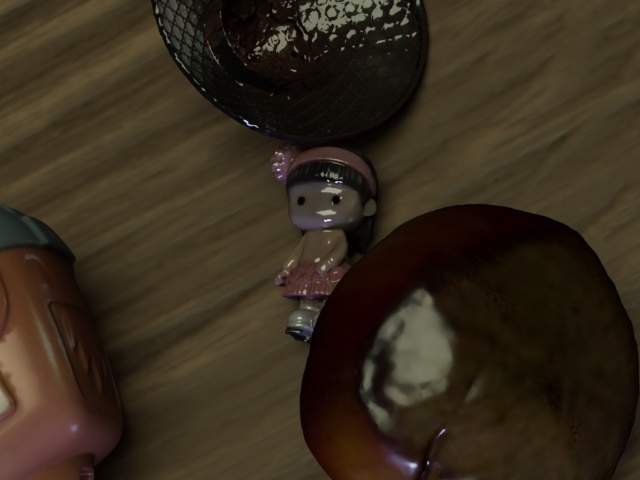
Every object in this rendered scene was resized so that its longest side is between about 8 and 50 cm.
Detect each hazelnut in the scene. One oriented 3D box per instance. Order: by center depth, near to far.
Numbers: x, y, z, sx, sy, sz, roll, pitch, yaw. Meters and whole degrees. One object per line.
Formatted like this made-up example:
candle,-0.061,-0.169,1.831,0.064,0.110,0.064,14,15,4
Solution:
hazelnut,0.072,0.079,1.002,0.208,0.208,0.208,-5,69,14

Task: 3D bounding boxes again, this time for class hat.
hat,-0.031,-0.137,1.161,0.193,0.082,0.193,9,65,-20

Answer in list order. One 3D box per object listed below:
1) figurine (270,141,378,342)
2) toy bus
figurine,0.000,0.000,1.114,0.072,0.054,0.129,-3,76,31
toy bus,-0.256,0.113,1.080,0.288,0.194,0.232,-34,77,1
